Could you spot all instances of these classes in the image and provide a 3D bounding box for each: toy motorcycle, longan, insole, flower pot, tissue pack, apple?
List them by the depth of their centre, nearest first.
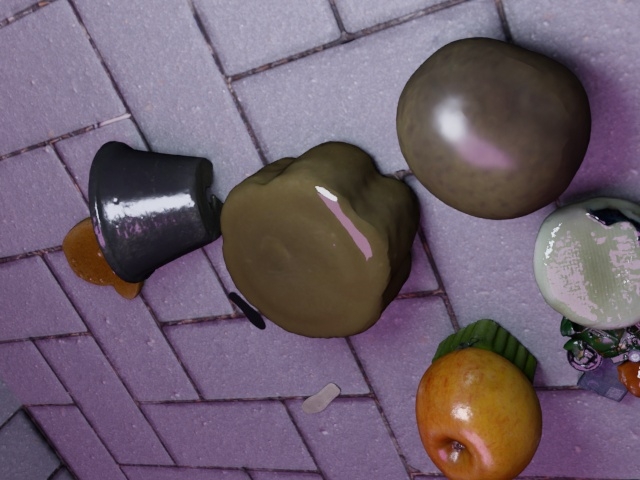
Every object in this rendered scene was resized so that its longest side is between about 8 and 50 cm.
[{"bbox_3d":[0.322,-0.217,1.324,0.361,0.361,0.360,13,127,18],"label":"longan"},{"bbox_3d":[0.652,0.178,1.542,0.275,0.125,0.187,-29,92,31],"label":"toy motorcycle"},{"bbox_3d":[0.358,0.416,1.611,0.299,0.275,0.298,15,128,21],"label":"apple"},{"bbox_3d":[0.697,0.306,1.654,0.112,0.051,0.156,22,128,8],"label":"tissue pack"},{"bbox_3d":[-0.400,-0.082,1.790,0.251,0.379,0.379,-6,120,10],"label":"flower pot"},{"bbox_3d":[-0.218,0.210,2.075,0.152,0.002,0.053,45,130,-8],"label":"insole"},{"bbox_3d":[0.001,0.494,2.156,0.063,0.010,0.192,40,131,-3],"label":"insole"}]

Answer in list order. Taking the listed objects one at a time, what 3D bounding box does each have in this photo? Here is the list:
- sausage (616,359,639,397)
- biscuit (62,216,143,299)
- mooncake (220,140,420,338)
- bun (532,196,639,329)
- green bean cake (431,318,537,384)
[{"bbox_3d":[0.837,0.286,1.514,0.349,0.094,0.097,-10,118,19],"label":"sausage"},{"bbox_3d":[-0.636,0.051,2.138,0.344,0.057,0.287,-19,111,34],"label":"biscuit"},{"bbox_3d":[0.000,0.000,1.659,0.467,0.262,0.466,15,128,20],"label":"mooncake"},{"bbox_3d":[0.586,0.042,1.454,0.283,0.179,0.283,3,99,17],"label":"bun"},{"bbox_3d":[0.414,0.315,1.760,0.214,0.113,0.200,45,127,-8],"label":"green bean cake"}]
